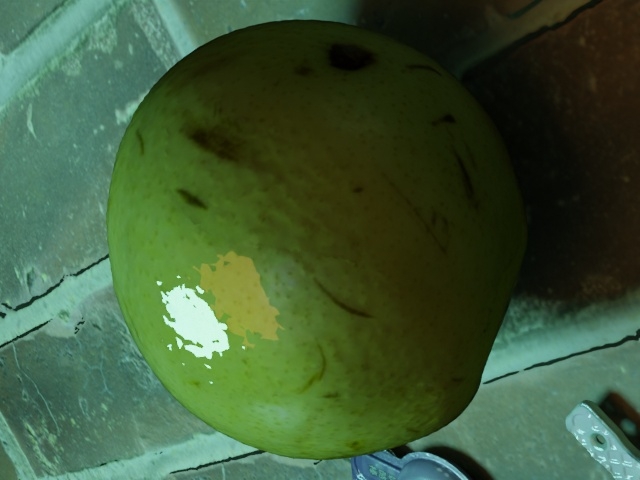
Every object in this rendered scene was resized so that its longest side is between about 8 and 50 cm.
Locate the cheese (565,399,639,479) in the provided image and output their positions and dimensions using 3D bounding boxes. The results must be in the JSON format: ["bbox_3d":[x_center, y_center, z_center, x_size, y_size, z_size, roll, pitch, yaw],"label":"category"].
[{"bbox_3d":[0.299,0.232,1.124,0.255,0.050,0.127,48,141,15],"label":"cheese"}]

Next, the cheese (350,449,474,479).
[{"bbox_3d":[0.099,0.249,1.364,0.191,0.042,0.105,20,125,43],"label":"cheese"}]

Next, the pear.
[{"bbox_3d":[0.000,0.000,1.083,0.348,0.348,0.348,27,131,35],"label":"pear"}]
